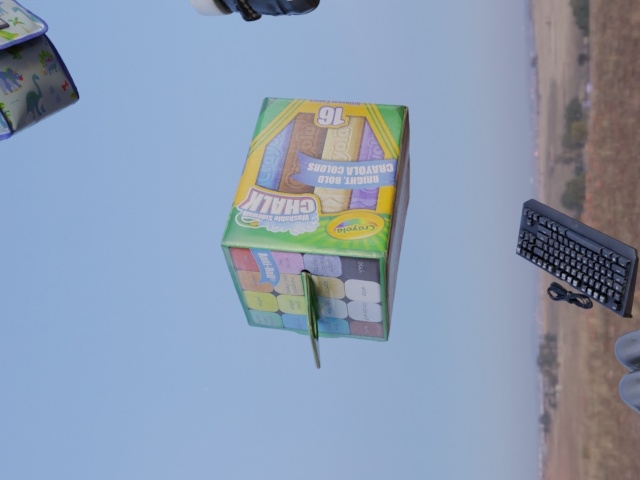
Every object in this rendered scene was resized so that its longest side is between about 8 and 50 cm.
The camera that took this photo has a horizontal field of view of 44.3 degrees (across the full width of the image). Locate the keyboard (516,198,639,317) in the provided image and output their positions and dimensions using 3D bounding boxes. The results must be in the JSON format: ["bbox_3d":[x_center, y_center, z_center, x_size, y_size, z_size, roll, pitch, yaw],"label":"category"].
[{"bbox_3d":[0.284,0.030,0.894,0.180,0.023,0.108,-138,40,-57],"label":"keyboard"}]

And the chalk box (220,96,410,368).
[{"bbox_3d":[0.000,0.000,0.669,0.132,0.131,0.213,83,-164,-52],"label":"chalk box"}]

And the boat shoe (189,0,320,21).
[{"bbox_3d":[-0.048,-0.294,0.502,0.114,0.091,0.303,-67,-22,-48],"label":"boat shoe"}]

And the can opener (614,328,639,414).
[{"bbox_3d":[0.377,0.160,0.715,0.283,0.095,0.076,35,-133,-33],"label":"can opener"}]

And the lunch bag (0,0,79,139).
[{"bbox_3d":[-0.342,-0.185,0.818,0.151,0.096,0.129,64,-153,-17],"label":"lunch bag"}]
